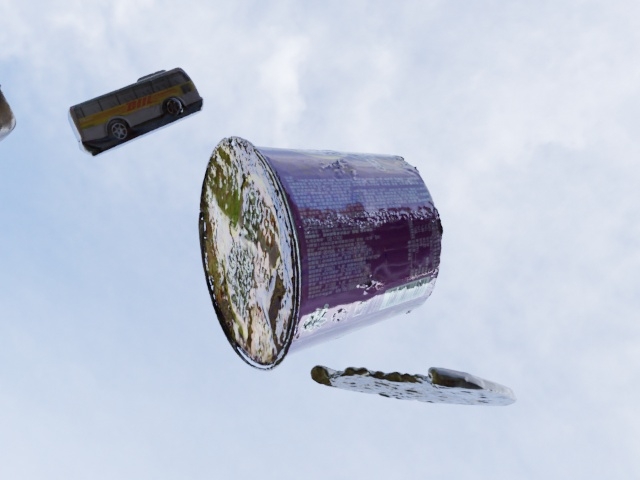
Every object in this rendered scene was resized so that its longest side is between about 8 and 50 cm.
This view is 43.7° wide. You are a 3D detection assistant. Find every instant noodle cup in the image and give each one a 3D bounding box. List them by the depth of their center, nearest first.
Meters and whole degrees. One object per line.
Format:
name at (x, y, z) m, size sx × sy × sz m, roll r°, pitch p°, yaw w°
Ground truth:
instant noodle cup at (0.000, 0.000, 1.175) m, size 0.339 × 0.265 × 0.340 m, roll 27°, pitch -59°, yaw 56°

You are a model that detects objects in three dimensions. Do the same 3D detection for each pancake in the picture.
pancake at (0.072, 0.123, 0.689) m, size 0.190 × 0.184 × 0.020 m, roll 2°, pitch -105°, yaw 21°

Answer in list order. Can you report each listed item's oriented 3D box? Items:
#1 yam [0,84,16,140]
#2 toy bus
yam at (-0.337, -0.047, 0.588) m, size 0.057 × 0.241 × 0.057 m, roll 43°, pitch -25°, yaw 27°
toy bus at (-0.243, -0.171, 1.051) m, size 0.072 × 0.172 × 0.057 m, roll 65°, pitch -21°, yaw -3°
